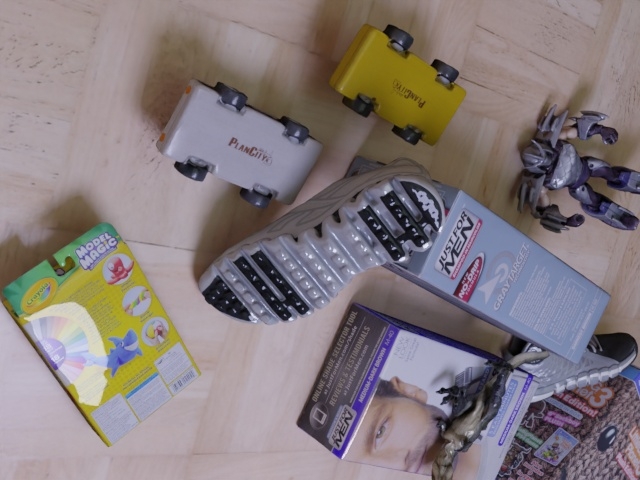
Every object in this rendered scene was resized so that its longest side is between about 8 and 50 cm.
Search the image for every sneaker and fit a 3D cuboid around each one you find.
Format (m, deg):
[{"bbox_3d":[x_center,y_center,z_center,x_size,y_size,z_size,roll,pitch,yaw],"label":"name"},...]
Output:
[{"bbox_3d":[0.395,0.164,1.369,0.229,0.086,0.132,-21,111,-8],"label":"sneaker"},{"bbox_3d":[0.000,0.000,0.955,0.292,0.118,0.110,-25,117,16],"label":"sneaker"}]

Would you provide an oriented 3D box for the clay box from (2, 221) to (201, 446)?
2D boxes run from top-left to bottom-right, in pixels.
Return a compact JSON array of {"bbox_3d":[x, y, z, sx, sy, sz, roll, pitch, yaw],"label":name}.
[{"bbox_3d":[-0.226,0.092,0.890,0.127,0.053,0.222,-37,125,-22],"label":"clay box"}]

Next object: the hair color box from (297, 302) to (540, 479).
[{"bbox_3d":[0.148,0.225,1.206,0.339,0.110,0.185,22,93,-40],"label":"hair color box"}]

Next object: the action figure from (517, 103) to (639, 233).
[{"bbox_3d":[0.397,-0.097,1.295,0.285,0.099,0.185,16,105,-37],"label":"action figure"}]

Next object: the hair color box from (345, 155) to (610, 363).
[{"bbox_3d":[0.198,0.032,1.120,0.375,0.185,0.113,27,88,-42],"label":"hair color box"}]

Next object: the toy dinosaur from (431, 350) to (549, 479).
[{"bbox_3d":[0.214,0.213,1.145,0.268,0.064,0.118,-45,143,-19],"label":"toy dinosaur"}]

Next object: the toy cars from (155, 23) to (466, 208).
[{"bbox_3d":[-0.008,-0.148,0.959,0.394,0.087,0.176,-24,131,-25],"label":"toy cars"}]

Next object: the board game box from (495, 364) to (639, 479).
[{"bbox_3d":[0.423,0.360,1.453,0.291,0.141,0.232,-44,128,-18],"label":"board game box"}]
